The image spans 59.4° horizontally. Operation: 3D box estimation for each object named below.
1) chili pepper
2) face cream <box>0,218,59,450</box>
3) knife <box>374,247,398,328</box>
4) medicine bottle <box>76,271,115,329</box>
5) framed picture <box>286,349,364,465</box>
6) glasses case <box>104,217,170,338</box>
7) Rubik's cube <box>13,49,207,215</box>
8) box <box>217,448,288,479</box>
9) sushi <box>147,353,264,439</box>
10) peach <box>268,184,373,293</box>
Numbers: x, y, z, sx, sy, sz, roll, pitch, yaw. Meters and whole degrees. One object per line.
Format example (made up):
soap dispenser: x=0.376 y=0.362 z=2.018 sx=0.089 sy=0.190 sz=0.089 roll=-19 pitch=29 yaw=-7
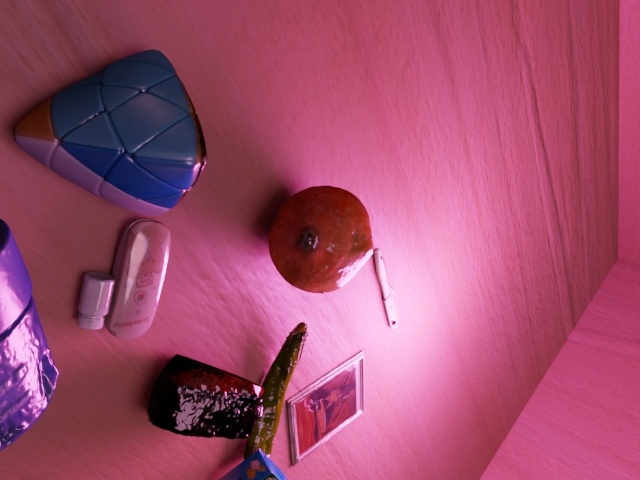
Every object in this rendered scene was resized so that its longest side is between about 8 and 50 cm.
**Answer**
chili pepper: x=-0.098 y=0.328 z=1.229 sx=0.085 sy=0.076 sz=0.358 roll=-3 pitch=115 yaw=-50
face cream: x=-0.449 y=0.116 z=0.637 sx=0.249 sy=0.249 sz=0.225 roll=-30 pitch=128 yaw=-35
knife: x=0.175 y=0.130 z=1.477 sx=0.043 sy=0.020 sz=0.293 roll=-40 pitch=132 yaw=-30
medicine bottle: x=-0.353 y=0.094 z=0.880 sx=0.047 sy=0.047 sz=0.083 roll=7 pitch=102 yaw=-48
framed picture: x=0.024 y=0.431 z=1.448 sx=0.273 sy=0.016 sz=0.216 roll=-25 pitch=124 yaw=-38
glasses case: x=-0.299 y=0.063 z=0.921 sx=0.081 sy=0.051 sz=0.204 roll=3 pitch=104 yaw=-49
Rubik's cube: x=-0.287 y=-0.172 z=0.775 sx=0.254 sy=0.254 sz=0.254 roll=-21 pitch=121 yaw=-40
box: x=-0.169 y=0.563 z=1.216 sx=0.194 sy=0.073 sz=0.139 roll=-35 pitch=132 yaw=-8
sushi: x=-0.213 y=0.301 z=1.053 sx=0.225 sy=0.136 sz=0.126 roll=33 pitch=73 yaw=-44
peach: x=0.000 y=0.000 z=1.089 sx=0.233 sy=0.233 sz=0.232 roll=-21 pitch=121 yaw=-40
